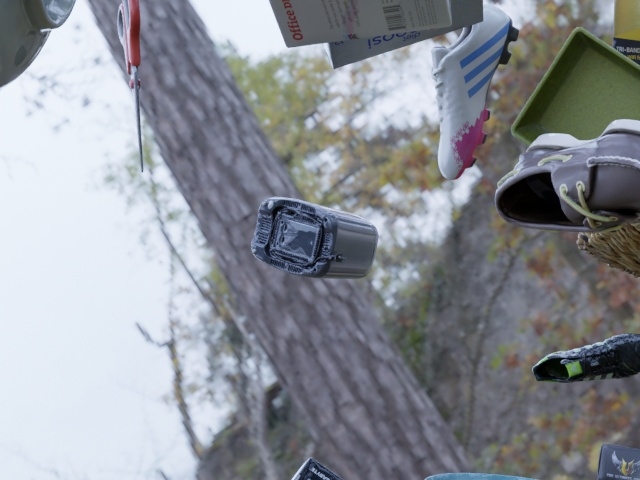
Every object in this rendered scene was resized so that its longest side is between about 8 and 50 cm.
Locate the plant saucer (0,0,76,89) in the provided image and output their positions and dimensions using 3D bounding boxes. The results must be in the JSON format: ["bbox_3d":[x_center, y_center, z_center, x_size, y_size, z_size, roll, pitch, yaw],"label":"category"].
[{"bbox_3d":[-0.320,-0.337,1.375,0.101,0.400,0.400,7,-25,2],"label":"plant saucer"}]

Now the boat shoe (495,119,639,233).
[{"bbox_3d":[0.292,-0.057,1.378,0.097,0.116,0.324,-44,16,-13],"label":"boat shoe"}]

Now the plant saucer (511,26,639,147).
[{"bbox_3d":[0.395,-0.179,1.820,0.188,0.188,0.045,-60,-12,29],"label":"plant saucer"}]

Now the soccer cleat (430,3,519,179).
[{"bbox_3d":[0.252,-0.283,2.400,0.116,0.143,0.331,-151,78,-76],"label":"soccer cleat"}]

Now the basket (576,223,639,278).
[{"bbox_3d":[0.562,-0.094,1.978,0.299,0.213,0.223,-61,-5,-20],"label":"basket"}]

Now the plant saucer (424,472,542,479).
[{"bbox_3d":[0.336,0.454,2.234,0.318,0.043,0.317,5,-1,0],"label":"plant saucer"}]

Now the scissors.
[{"bbox_3d":[-0.272,-0.250,1.881,0.021,0.297,0.109,1,-29,-19],"label":"scissors"}]

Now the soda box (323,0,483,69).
[{"bbox_3d":[0.137,-0.401,2.253,0.286,0.091,0.098,-19,-30,-3],"label":"soda box"}]

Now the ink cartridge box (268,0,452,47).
[{"bbox_3d":[0.054,-0.447,1.998,0.270,0.197,0.198,-6,-30,10],"label":"ink cartridge box"}]

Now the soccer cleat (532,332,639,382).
[{"bbox_3d":[0.376,0.169,1.769,0.179,0.060,0.072,-18,-3,40],"label":"soccer cleat"}]

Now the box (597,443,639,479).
[{"bbox_3d":[0.508,0.338,1.779,0.231,0.056,0.183,6,-15,21],"label":"box"}]

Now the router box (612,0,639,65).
[{"bbox_3d":[0.682,-0.427,2.312,0.081,0.309,0.242,-19,-67,-48],"label":"router box"}]

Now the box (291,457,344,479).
[{"bbox_3d":[0.024,0.424,1.726,0.175,0.220,0.051,-53,-5,-33],"label":"box"}]

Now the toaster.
[{"bbox_3d":[0.000,0.000,2.281,0.146,0.227,0.129,7,-84,-48],"label":"toaster"}]
